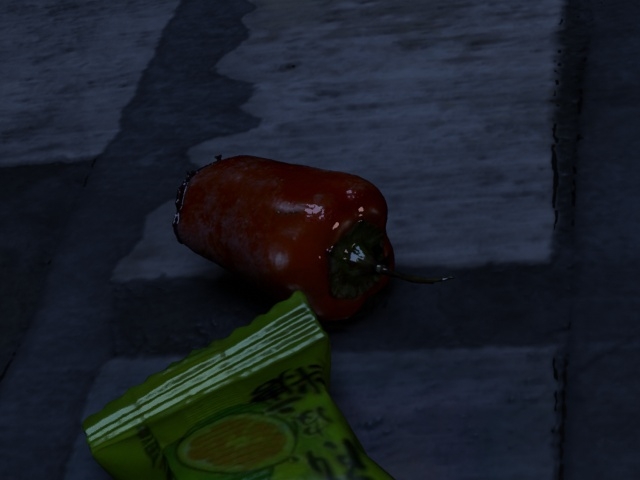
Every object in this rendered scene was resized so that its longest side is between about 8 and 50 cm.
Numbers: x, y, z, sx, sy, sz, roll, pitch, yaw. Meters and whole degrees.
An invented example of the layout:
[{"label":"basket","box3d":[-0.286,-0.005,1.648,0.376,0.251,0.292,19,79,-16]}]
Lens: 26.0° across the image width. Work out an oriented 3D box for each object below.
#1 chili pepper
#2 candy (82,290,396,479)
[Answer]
[{"label":"chili pepper","box3d":[0.000,0.000,0.791,0.192,0.084,0.086,17,63,42]},{"label":"candy","box3d":[-0.025,0.124,0.650,0.149,0.069,0.246,-22,38,-13]}]
